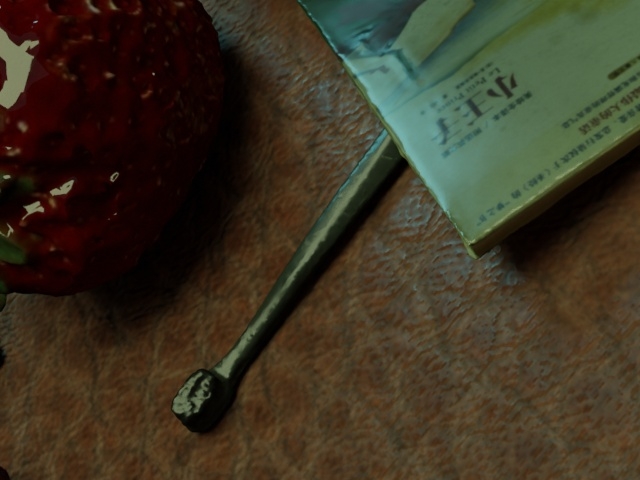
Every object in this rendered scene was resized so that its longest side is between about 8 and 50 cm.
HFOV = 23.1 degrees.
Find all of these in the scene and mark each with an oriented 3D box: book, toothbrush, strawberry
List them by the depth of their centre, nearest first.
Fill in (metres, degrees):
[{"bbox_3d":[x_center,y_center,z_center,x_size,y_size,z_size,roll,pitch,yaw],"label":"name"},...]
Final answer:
[{"bbox_3d":[0.113,-0.133,0.969,0.201,0.026,0.289,-35,44,3],"label":"book"},{"bbox_3d":[0.000,0.000,1.004,0.030,0.030,0.297,37,89,23],"label":"toothbrush"},{"bbox_3d":[-0.189,-0.106,1.099,0.257,0.257,0.277,-6,31,39],"label":"strawberry"}]

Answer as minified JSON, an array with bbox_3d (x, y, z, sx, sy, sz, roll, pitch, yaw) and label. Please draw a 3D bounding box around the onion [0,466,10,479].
[{"bbox_3d":[-0.257,0.192,1.061,0.107,0.097,0.107,-37,24,19],"label":"onion"}]
